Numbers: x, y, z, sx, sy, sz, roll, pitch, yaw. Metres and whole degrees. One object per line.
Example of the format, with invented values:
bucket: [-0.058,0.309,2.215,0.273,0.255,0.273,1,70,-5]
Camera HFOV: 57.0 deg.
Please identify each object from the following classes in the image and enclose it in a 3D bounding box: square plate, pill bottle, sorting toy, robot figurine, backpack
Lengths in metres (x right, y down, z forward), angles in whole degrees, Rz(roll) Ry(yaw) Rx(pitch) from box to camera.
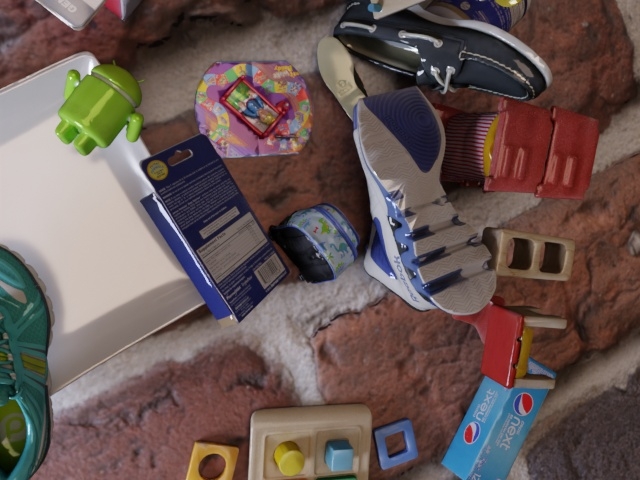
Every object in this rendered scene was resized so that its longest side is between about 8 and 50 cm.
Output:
square plate: [-0.345,-0.001,0.720,0.344,0.049,0.347,-31,100,-15]
pill bottle: [0.240,-0.347,0.864,0.112,0.112,0.186,46,78,-13]
sorting toy: [-0.013,0.337,0.835,0.348,0.047,0.195,2,91,-17]
robot figurine: [-0.256,-0.155,0.686,0.101,0.067,0.115,33,78,-3]
backpack: [0.000,0.000,0.795,0.084,0.114,0.105,-41,102,-19]

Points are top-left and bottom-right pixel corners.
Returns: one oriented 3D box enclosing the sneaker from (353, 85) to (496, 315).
sneaker: [0.105,-0.034,0.811,0.128,0.182,0.315,-13,78,-21]

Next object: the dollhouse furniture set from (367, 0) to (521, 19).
dollhouse furniture set: [0.129,-0.415,0.759,0.198,0.287,0.303,-20,100,-44]

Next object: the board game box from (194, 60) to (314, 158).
board game box: [-0.085,-0.183,0.806,0.169,0.033,0.133,-6,93,-18]

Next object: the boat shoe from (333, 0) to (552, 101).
boat shoe: [0.154,-0.245,0.790,0.303,0.114,0.091,32,82,28]

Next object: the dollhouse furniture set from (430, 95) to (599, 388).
dollhouse furniture set: [0.236,-0.002,0.835,0.152,0.201,0.373,6,96,-18]

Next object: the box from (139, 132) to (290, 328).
box: [-0.137,-0.017,0.755,0.225,0.037,0.136,61,36,-11]

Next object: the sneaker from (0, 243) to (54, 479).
sneaker: [-0.344,0.135,0.641,0.107,0.110,0.275,-11,95,-17]

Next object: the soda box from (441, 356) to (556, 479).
soda box: [0.276,0.276,0.913,0.067,0.071,0.210,32,82,-17]

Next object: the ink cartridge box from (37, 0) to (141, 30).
ink cartridge box: [-0.316,-0.423,0.676,0.309,0.130,0.271,38,82,-15]

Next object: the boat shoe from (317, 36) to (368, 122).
boat shoe: [0.034,-0.225,0.841,0.049,0.042,0.133,-28,100,6]
